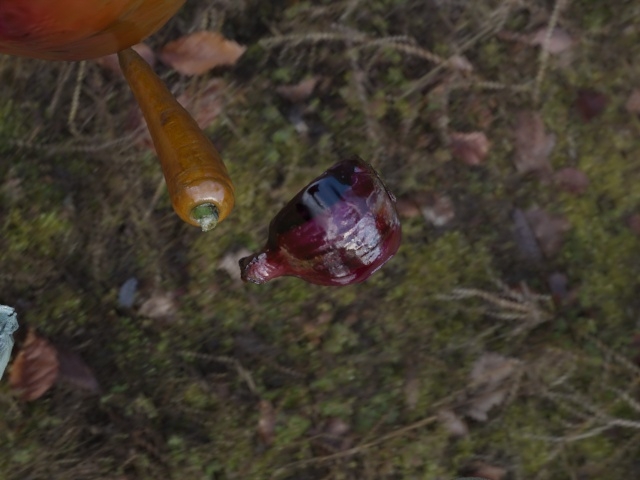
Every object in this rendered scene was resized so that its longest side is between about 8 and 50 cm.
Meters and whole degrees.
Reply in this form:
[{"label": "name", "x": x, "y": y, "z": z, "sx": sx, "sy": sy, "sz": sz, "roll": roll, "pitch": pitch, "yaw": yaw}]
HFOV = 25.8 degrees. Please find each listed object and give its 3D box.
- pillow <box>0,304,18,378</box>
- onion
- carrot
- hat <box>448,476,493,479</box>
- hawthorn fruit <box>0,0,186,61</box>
[{"label": "pillow", "x": -0.458, "y": 0.166, "z": 1.385, "sx": 0.310, "sy": 0.283, "sz": 0.138, "roll": -56, "pitch": 136, "yaw": -21}, {"label": "onion", "x": 0.000, "y": 0.000, "z": 1.756, "sx": 0.218, "sy": 0.195, "sz": 0.140, "roll": -38, "pitch": 95, "yaw": -1}, {"label": "carrot", "x": -0.141, "y": -0.105, "z": 1.340, "sx": 0.061, "sy": 0.061, "sz": 0.256, "roll": -4, "pitch": 48, "yaw": -29}, {"label": "hat", "x": 0.203, "y": 0.430, "z": 1.897, "sx": 0.245, "sy": 0.214, "sz": 0.149, "roll": -7, "pitch": 103, "yaw": -39}, {"label": "hawthorn fruit", "x": -0.259, "y": -0.386, "z": 1.136, "sx": 0.472, "sy": 0.472, "sz": 0.472, "roll": 9, "pitch": 70, "yaw": -26}]
